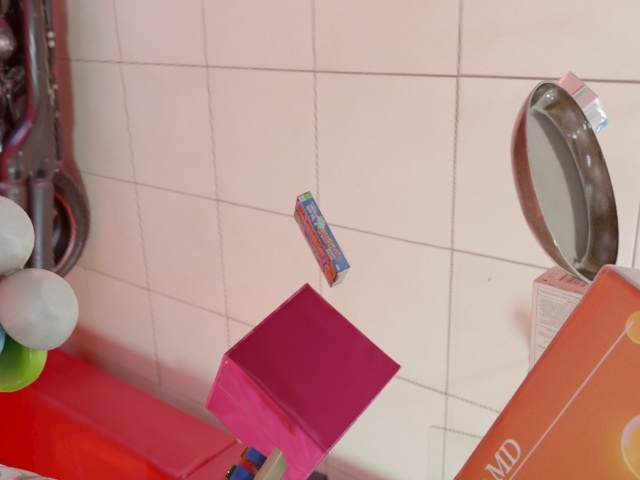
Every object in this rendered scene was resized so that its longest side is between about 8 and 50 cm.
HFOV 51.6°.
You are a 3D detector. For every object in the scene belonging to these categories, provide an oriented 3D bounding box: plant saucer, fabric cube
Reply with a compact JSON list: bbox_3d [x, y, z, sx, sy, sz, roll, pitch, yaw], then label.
[{"bbox_3d":[0.362,-0.082,0.988,0.050,0.310,0.311,-17,94,40],"label":"plant saucer"},{"bbox_3d":[-0.042,0.298,1.339,0.258,0.254,0.259,40,142,12],"label":"fabric cube"}]

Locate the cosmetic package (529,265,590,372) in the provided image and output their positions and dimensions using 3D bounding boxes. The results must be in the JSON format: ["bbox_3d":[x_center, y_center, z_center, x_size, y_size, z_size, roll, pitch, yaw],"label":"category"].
[{"bbox_3d":[0.604,0.234,1.602,0.160,0.113,0.310,19,123,43],"label":"cosmetic package"}]

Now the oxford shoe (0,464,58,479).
[{"bbox_3d":[-0.384,0.269,0.621,0.449,0.169,0.130,11,158,0],"label":"oxford shoe"}]

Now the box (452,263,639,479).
[{"bbox_3d":[0.240,0.198,0.298,0.345,0.168,0.215,49,122,43],"label":"box"}]

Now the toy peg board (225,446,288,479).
[{"bbox_3d":[-0.134,0.404,1.075,0.079,0.161,0.161,30,157,15],"label":"toy peg board"}]

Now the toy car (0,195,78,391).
[{"bbox_3d":[-0.316,0.057,0.564,0.159,0.136,0.182,-30,92,20],"label":"toy car"}]

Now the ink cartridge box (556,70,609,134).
[{"bbox_3d":[0.514,-0.267,1.357,0.092,0.143,0.090,-40,56,14],"label":"ink cartridge box"}]

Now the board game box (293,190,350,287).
[{"bbox_3d":[0.000,0.000,1.534,0.201,0.035,0.136,62,166,14],"label":"board game box"}]
